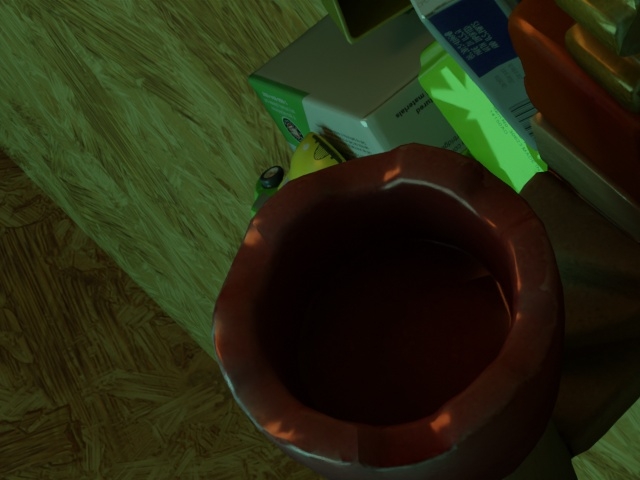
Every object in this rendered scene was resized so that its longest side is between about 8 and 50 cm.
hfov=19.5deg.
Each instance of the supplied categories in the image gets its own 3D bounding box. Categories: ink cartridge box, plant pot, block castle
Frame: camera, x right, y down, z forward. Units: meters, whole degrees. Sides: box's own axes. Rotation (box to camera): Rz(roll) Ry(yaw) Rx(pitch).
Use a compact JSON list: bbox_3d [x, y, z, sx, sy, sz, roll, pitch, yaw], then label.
[{"bbox_3d":[0.097,-0.036,1.470,0.289,0.121,0.211,57,165,-27],"label":"ink cartridge box"},{"bbox_3d":[0.024,-0.210,1.341,0.083,0.081,0.081,51,170,41],"label":"plant pot"},{"bbox_3d":[0.224,-0.032,0.455,0.303,0.453,0.213,42,171,30],"label":"block castle"},{"bbox_3d":[0.056,-0.175,0.962,0.224,0.045,0.223,67,-167,22],"label":"ink cartridge box"}]

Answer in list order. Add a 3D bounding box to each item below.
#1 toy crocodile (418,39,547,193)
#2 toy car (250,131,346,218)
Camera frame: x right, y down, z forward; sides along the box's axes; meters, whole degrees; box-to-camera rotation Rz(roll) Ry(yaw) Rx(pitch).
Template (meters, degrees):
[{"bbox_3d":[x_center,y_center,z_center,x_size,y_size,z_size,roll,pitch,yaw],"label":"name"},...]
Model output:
[{"bbox_3d":[0.195,-0.016,1.288,0.340,0.105,0.115,50,138,3],"label":"toy crocodile"},{"bbox_3d":[0.000,0.000,1.497,0.225,0.053,0.239,30,156,57],"label":"toy car"}]
